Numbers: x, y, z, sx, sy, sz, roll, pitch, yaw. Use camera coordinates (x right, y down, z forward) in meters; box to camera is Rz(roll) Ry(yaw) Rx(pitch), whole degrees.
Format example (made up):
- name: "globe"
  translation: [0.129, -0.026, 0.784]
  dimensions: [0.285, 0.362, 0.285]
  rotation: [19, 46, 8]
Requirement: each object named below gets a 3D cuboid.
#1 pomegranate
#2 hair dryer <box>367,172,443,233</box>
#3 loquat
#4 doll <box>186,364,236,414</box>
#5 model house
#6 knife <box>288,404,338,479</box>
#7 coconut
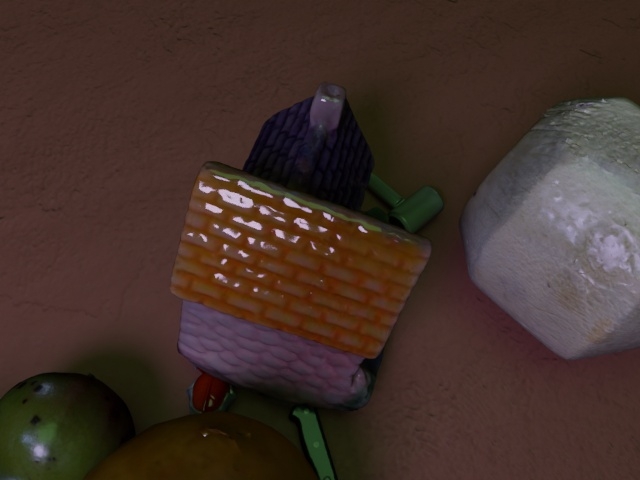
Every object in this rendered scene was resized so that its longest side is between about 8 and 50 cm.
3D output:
- name: "pomegranate"
  translation: [-0.224, 0.195, 0.557]
  dimensions: [0.130, 0.129, 0.159]
  rotation: [-9, 75, -9]
- name: "hair dryer"
  translation: [0.082, -0.059, 0.765]
  dimensions: [0.063, 0.038, 0.124]
  rotation: [-37, 64, -22]
- name: "loquat"
  translation: [-0.093, 0.251, 0.478]
  dimensions: [0.235, 0.235, 0.235]
  rotation: [2, 63, -4]
- name: "doll"
  translation: [-0.109, 0.148, 0.637]
  dimensions: [0.057, 0.039, 0.114]
  rotation: [23, 53, -17]
- name: "model house"
  translation: [0.000, 0.000, 0.594]
  dimensions: [0.202, 0.237, 0.237]
  rotation: [23, 55, 3]
- name: "knife"
  translation: [-0.003, 0.272, 0.592]
  dimensions: [0.072, 0.019, 0.245]
  rotation: [-14, 66, -10]
- name: "coconut"
  translation: [0.286, -0.007, 0.641]
  dimensions: [0.247, 0.245, 0.245]
  rotation: [40, 67, 14]
